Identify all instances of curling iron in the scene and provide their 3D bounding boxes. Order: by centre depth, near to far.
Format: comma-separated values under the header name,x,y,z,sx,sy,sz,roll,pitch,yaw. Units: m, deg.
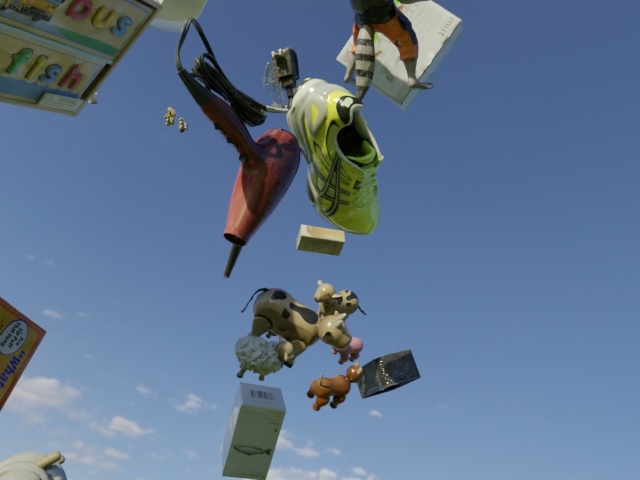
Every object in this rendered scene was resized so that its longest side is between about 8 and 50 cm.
name,x,y,z,sx,sy,sz,roll,pitch,yaw
curling iron,-0.198,-0.018,1.292,0.035,0.068,0.274,16,-67,-34

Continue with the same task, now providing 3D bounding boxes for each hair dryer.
name,x,y,z,sx,sy,sz,roll,pitch,yaw
hair dryer,-0.115,-0.138,0.703,0.080,0.224,0.293,2,-81,41

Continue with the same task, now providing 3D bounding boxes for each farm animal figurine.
name,x,y,z,sx,sy,sz,roll,pitch,yaw
farm animal figurine,-0.016,0.194,1.143,0.327,0.330,0.172,23,-60,-13

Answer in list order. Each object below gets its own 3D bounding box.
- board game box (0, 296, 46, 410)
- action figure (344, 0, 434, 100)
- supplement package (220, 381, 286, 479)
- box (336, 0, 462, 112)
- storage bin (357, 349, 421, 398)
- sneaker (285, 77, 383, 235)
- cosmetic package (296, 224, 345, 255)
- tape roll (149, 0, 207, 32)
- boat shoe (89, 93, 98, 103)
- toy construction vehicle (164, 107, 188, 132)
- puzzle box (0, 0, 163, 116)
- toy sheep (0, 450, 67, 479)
name,x,y,z,sx,sy,sz,roll,pitch,yaw
board game box,-0.780,0.209,0.807,0.357,0.356,0.356,-2,-41,19
action figure,0.137,-0.442,0.935,0.341,0.179,0.330,29,-41,48
supplement package,-0.156,0.435,1.145,0.105,0.105,0.179,13,-81,-15
box,0.217,-0.531,1.372,0.231,0.127,0.262,38,-77,10
storage bin,0.188,0.384,1.435,0.122,0.084,0.180,-7,-24,-26
sneaker,0.053,-0.136,1.012,0.147,0.145,0.384,30,-22,42
cosmetic package,0.000,0.000,1.281,0.115,0.041,0.060,10,-45,-12
tape roll,-0.358,-0.633,1.147,0.100,0.286,0.286,-5,-17,-47
boat shoe,-0.624,-0.404,1.348,0.035,0.100,0.035,-9,-48,-34
toy construction vehicle,-0.515,-0.420,1.766,0.035,0.098,0.086,-41,-46,22
puzzle box,-0.440,-0.315,0.704,0.272,0.409,0.052,-42,-99,19
toy sheep,-0.301,0.257,0.506,0.091,0.091,0.132,24,-35,-7
